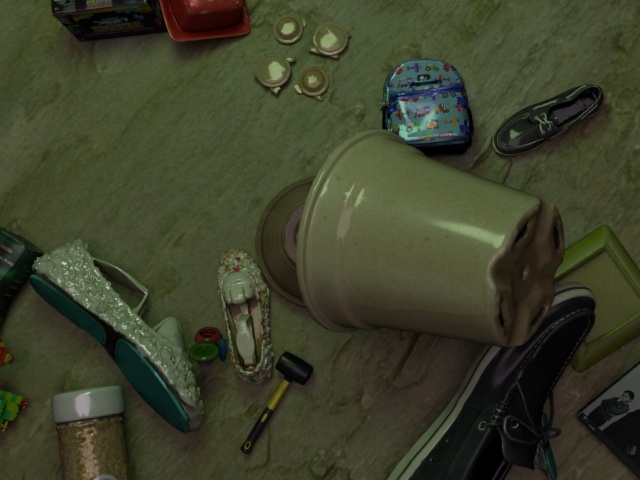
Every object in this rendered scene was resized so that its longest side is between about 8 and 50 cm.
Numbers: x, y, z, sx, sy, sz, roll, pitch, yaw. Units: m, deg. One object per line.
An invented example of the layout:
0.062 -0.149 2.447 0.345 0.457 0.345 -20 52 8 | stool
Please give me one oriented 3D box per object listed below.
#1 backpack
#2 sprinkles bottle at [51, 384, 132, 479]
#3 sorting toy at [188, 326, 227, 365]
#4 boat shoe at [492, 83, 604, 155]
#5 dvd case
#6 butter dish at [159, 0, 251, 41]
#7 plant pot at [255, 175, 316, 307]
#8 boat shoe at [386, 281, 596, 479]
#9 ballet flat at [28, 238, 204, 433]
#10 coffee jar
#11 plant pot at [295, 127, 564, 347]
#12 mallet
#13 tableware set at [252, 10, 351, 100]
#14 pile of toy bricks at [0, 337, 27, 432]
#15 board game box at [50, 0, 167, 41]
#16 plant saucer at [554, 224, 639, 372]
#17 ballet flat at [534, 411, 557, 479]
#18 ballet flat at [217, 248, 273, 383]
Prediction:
0.180 -0.237 1.664 0.158 0.117 0.173 -2 80 5 | backpack
-0.373 0.427 1.640 0.121 0.121 0.355 -10 83 5 | sprinkles bottle
-0.190 0.191 1.670 0.061 0.102 0.042 1 119 3 | sorting toy
0.389 -0.212 1.663 0.206 0.065 0.075 -26 81 3 | boat shoe
0.552 0.274 1.541 0.179 0.029 0.239 45 124 9 | dvd case
-0.199 -0.447 1.711 0.160 0.118 0.160 -11 80 -23 | butter dish
0.000 0.000 1.657 0.237 0.110 0.237 -1 84 7 | plant pot
0.292 0.289 1.540 0.156 0.187 0.500 39 94 40 | boat shoe
-0.324 0.145 1.670 0.409 0.147 0.147 43 89 8 | ballet flat
-0.580 0.076 1.724 0.096 0.079 0.184 30 88 9 | coffee jar
0.184 0.015 1.469 0.305 0.334 0.334 15 84 36 | plant pot
-0.090 0.277 1.673 0.062 0.039 0.190 38 92 8 | mallet
-0.034 -0.333 1.746 0.141 0.020 0.169 21 85 6 | tableware set
-0.568 0.281 1.697 0.105 0.118 0.212 24 75 -24 | pile of toy bricks
-0.373 -0.406 1.728 0.170 0.141 0.048 -5 80 6 | board game box
0.459 0.096 1.629 0.188 0.045 0.188 -33 81 2 | plant saucer
0.366 0.343 1.617 0.041 0.041 0.114 -9 82 5 | ballet flat
-0.128 0.127 1.672 0.091 0.077 0.241 -14 81 5 | ballet flat
